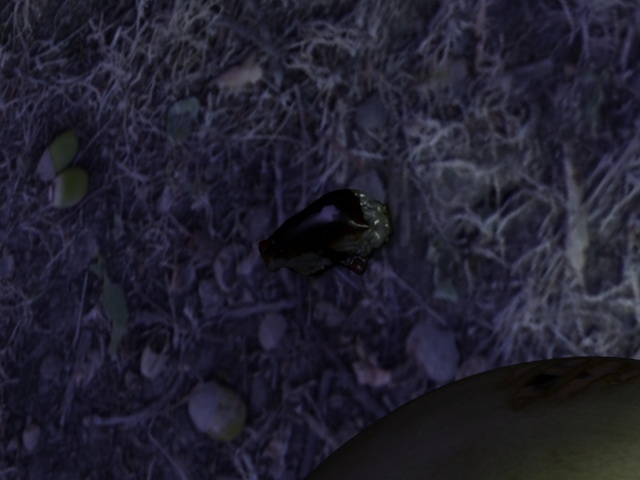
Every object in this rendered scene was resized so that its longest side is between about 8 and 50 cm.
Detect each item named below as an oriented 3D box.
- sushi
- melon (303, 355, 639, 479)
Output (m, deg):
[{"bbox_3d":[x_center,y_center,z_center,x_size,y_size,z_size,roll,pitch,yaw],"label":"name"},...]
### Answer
[{"bbox_3d":[0.000,0.000,0.926,0.083,0.046,0.044,-29,61,32],"label":"sushi"},{"bbox_3d":[0.083,0.195,0.649,0.330,0.268,0.268,-38,55,36],"label":"melon"}]
